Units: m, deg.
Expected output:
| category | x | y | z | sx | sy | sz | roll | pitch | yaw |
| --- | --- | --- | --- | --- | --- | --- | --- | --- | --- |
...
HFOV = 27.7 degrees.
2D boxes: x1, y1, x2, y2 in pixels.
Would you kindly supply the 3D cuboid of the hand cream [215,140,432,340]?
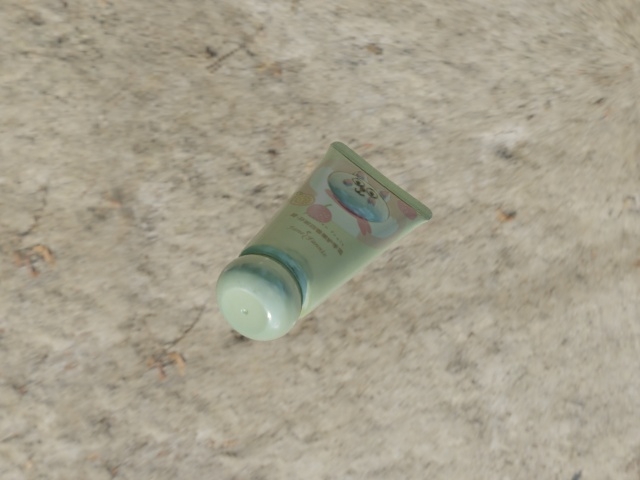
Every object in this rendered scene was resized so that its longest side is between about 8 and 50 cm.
| category | x | y | z | sx | sy | sz | roll | pitch | yaw |
| --- | --- | --- | --- | --- | --- | --- | --- | --- | --- |
| hand cream | 0.000 | 0.000 | 1.410 | 0.147 | 0.306 | 0.093 | 37 | 132 | 8 |
